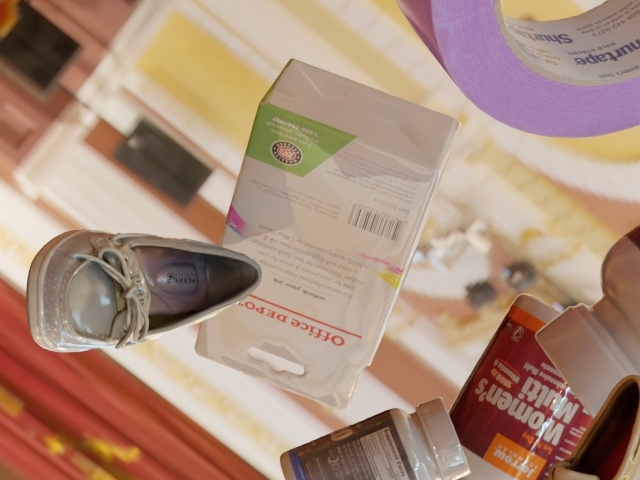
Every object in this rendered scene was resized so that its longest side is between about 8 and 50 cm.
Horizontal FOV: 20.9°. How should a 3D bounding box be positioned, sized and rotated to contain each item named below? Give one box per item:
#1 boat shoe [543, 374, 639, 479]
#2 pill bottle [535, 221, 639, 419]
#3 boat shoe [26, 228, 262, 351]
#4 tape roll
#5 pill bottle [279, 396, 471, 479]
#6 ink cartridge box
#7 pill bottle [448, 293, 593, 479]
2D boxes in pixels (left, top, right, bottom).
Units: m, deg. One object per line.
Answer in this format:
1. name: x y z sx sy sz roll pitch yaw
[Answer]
1. boat shoe: 0.174 0.162 1.127 0.170 0.059 0.063 -57 -150 -9
2. pill bottle: 0.313 0.032 1.265 0.301 0.169 0.169 -36 -171 4
3. boat shoe: -0.175 0.045 1.710 0.103 0.118 0.320 -4 179 27
4. tape roll: 0.183 -0.206 1.148 0.275 0.275 0.090 -50 -141 15
5. pill bottle: 0.044 0.178 1.359 0.137 0.078 0.078 -22 -171 1
6. ink cartridge box: 0.000 0.000 1.922 0.119 0.207 0.353 -64 174 -55
7. pill bottle: 0.178 0.169 1.568 0.221 0.121 0.121 -60 -173 1
